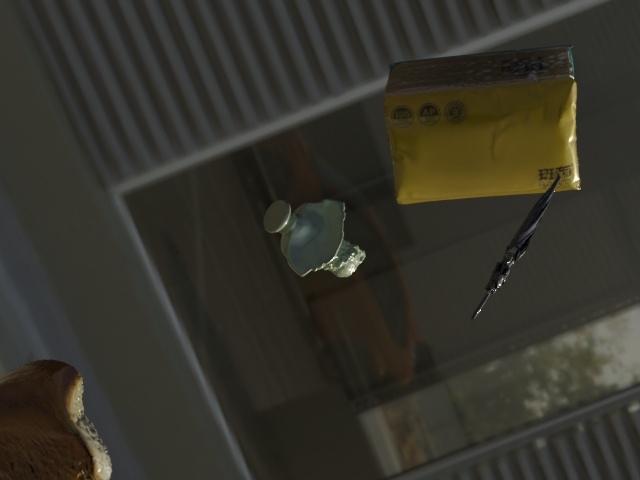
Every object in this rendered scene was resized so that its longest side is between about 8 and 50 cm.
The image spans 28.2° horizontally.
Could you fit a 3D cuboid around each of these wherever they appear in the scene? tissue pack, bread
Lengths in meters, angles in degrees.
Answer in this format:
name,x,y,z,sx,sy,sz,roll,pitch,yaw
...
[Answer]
name,x,y,z,sx,sy,sz,roll,pitch,yaw
tissue pack,0.145,-0.100,1.136,0.082,0.169,0.120,-83,167,-54
bread,-0.235,0.166,1.046,0.126,0.129,0.044,61,29,4

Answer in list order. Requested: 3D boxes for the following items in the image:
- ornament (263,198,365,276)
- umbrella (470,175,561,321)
name,x,y,z,sx,sy,sz,roll,pitch,yaw
ornament,-0.003,-0.001,1.061,0.041,0.068,0.092,11,-43,55
umbrella,0.138,0.005,0.894,0.013,0.122,0.022,31,-6,8
